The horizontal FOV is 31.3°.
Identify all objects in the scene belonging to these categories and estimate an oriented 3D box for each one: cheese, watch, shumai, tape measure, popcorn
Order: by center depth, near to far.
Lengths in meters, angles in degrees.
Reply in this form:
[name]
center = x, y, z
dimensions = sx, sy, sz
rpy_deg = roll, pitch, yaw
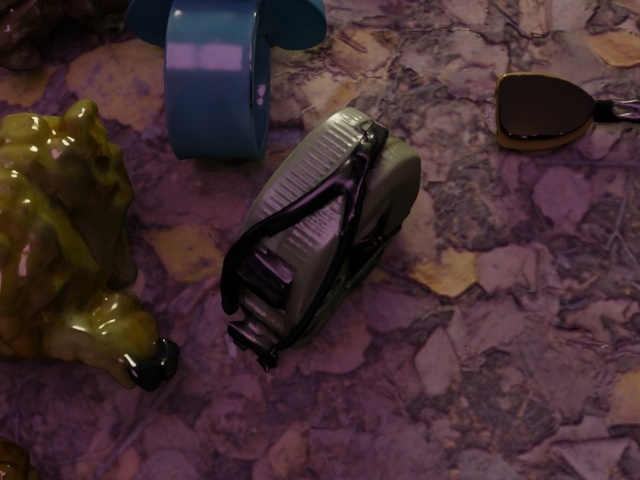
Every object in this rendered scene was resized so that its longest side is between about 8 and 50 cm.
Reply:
[tape measure]
center = 0.000, 0.000, 1.074
dimensions = 0.115, 0.207, 0.235
rpy_deg = 37, 76, 12
[popcorn]
center = -0.287, -0.003, 1.083
dimensions = 0.237, 0.293, 0.293
rpy_deg = -15, 67, 39
[watch]
center = -0.102, -0.181, 1.146
dimensions = 0.211, 0.211, 0.193
rpy_deg = 1, 67, 5
[cheese]
center = 0.263, -0.135, 1.182
dimensions = 0.162, 0.036, 0.086
rpy_deg = 0, 69, 4
[shumai]
center = -0.324, -0.290, 1.190
dimensions = 0.184, 0.218, 0.185
rpy_deg = 4, 45, 51

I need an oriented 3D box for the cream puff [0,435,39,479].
[cream puff]
center = -0.324, 0.258, 1.013
dimensions = 0.194, 0.221, 0.195
rpy_deg = -9, 45, 9
